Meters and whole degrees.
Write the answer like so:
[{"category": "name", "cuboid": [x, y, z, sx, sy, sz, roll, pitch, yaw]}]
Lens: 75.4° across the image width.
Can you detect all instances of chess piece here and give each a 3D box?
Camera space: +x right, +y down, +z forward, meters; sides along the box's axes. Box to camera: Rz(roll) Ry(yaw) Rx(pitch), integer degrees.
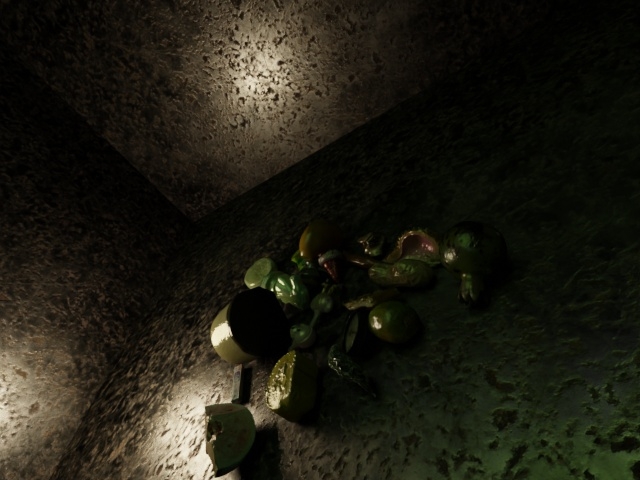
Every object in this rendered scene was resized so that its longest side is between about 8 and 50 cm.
[{"category": "chess piece", "cuboid": [-0.162, 0.252, 2.127, 0.298, 0.176, 0.176, 5, 52, 49]}]

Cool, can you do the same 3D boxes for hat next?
[{"category": "hat", "cuboid": [0.076, 0.152, 2.052, 0.129, 0.140, 0.227, -37, 56, 27]}]

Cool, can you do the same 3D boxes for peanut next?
[{"category": "peanut", "cuboid": [0.326, 0.140, 1.743, 0.298, 0.136, 0.120, -9, 42, 45]}]

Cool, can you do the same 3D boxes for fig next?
[{"category": "fig", "cuboid": [0.259, 0.299, 1.577, 0.233, 0.167, 0.167, 17, 62, 42]}]

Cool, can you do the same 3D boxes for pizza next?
[{"category": "pizza", "cuboid": [0.184, 0.262, 1.748, 0.189, 0.071, 0.297, -13, -4, -43]}]

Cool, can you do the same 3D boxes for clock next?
[{"category": "clock", "cuboid": [0.133, 0.370, 1.651, 0.184, 0.040, 0.185, -164, 90, -80]}]

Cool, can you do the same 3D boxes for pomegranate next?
[{"category": "pomegranate", "cuboid": [0.545, 0.081, 1.521, 0.242, 0.242, 0.306, 16, 92, 56]}]

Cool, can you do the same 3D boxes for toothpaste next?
[{"category": "toothpaste", "cuboid": [-0.385, 0.674, 1.944, 0.047, 0.040, 0.196, -29, 31, 12]}]

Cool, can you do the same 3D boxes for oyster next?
[{"category": "oyster", "cuboid": [0.114, 0.491, 1.528, 0.087, 0.199, 0.252, -58, -1, -2]}]

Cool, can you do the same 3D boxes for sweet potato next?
[{"category": "sweet potato", "cuboid": [0.202, 0.101, 2.004, 0.072, 0.066, 0.314, -14, 15, -32]}]

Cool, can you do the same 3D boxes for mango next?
[{"category": "mango", "cuboid": [0.000, 0.000, 2.180, 0.173, 0.211, 0.317, 5, 18, 33]}]

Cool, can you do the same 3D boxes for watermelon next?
[{"category": "watermelon", "cuboid": [-0.363, 0.805, 1.665, 0.322, 0.188, 0.175, -118, 34, -54]}]

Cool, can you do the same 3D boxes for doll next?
[{"category": "doll", "cuboid": [-0.033, 0.359, 1.909, 0.160, 0.094, 0.365, 3, 50, 55]}]

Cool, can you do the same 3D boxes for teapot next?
[{"category": "teapot", "cuboid": [-0.031, 0.174, 2.129, 0.165, 0.130, 0.119, 8, 73, 13]}]

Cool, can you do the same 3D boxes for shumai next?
[{"category": "shumai", "cuboid": [0.259, 0.028, 2.002, 0.145, 0.145, 0.116, -21, 53, 31]}]

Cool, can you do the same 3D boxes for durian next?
[{"category": "durian", "cuboid": [0.434, 0.012, 1.839, 0.195, 0.186, 0.305, -34, 12, -40]}]

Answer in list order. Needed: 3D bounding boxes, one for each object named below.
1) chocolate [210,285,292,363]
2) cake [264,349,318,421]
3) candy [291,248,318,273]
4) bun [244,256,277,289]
[{"category": "chocolate", "cuboid": [-0.359, 0.428, 1.996, 0.326, 0.314, 0.297, -20, -12, -44]}, {"category": "cake", "cuboid": [-0.113, 0.582, 1.639, 0.179, 0.156, 0.260, -43, 20, 29]}, {"category": "candy", "cuboid": [-0.090, 0.106, 2.345, 0.149, 0.069, 0.246, -44, 34, 5]}, {"category": "bun", "cuboid": [-0.350, 0.209, 2.471, 0.221, 0.108, 0.221, -22, 39, 19]}]
